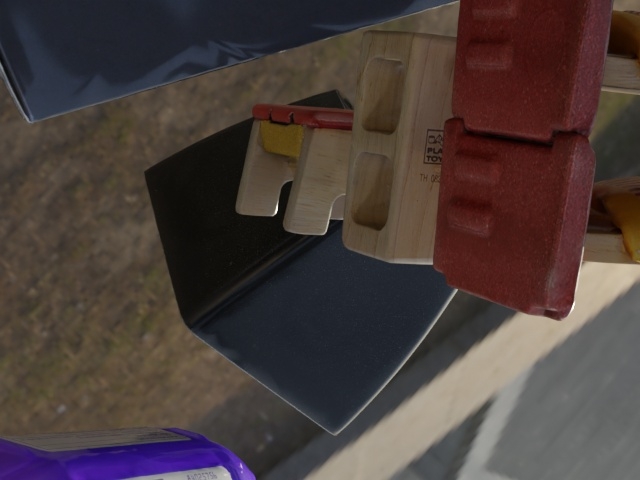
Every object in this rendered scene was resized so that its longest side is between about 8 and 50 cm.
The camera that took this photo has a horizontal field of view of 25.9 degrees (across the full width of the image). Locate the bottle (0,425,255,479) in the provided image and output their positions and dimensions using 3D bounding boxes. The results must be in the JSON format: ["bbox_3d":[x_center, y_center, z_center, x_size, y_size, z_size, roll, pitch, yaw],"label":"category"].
[{"bbox_3d":[-0.131,0.144,0.598,0.283,0.092,0.118,8,92,-62],"label":"bottle"}]

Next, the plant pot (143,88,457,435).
[{"bbox_3d":[0.000,0.000,1.061,0.167,0.188,0.187,-38,131,13],"label":"plant pot"}]

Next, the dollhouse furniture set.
[{"bbox_3d":[0.117,-0.061,0.753,0.201,0.374,0.152,3,97,-24],"label":"dollhouse furniture set"}]

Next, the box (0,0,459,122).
[{"bbox_3d":[-0.055,-0.267,0.868,0.343,0.312,0.179,-16,129,2],"label":"box"}]
